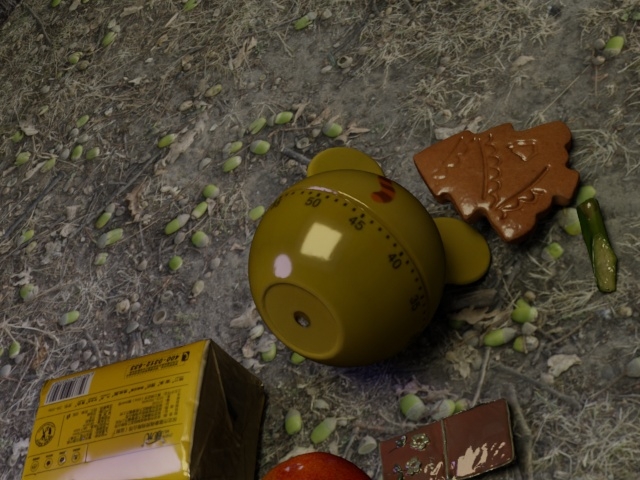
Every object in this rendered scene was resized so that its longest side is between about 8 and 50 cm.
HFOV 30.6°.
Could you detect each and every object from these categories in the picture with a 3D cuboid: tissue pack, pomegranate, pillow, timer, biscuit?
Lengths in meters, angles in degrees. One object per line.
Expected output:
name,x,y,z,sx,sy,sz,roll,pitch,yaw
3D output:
tissue pack,-0.313,0.368,2.081,0.382,0.228,0.293,-17,48,27
pomegranate,-0.025,0.442,1.816,0.256,0.221,0.221,-18,47,5
pillow,0.202,0.337,1.868,0.232,0.043,0.126,-24,46,18
timer,0.070,0.027,2.021,0.376,0.376,0.387,7,39,39
biscuit,0.307,-0.121,2.086,0.306,0.043,0.284,12,57,23

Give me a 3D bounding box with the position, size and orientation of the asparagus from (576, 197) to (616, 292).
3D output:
asparagus,0.460,0.007,1.940,0.045,0.041,0.178,-28,46,26
